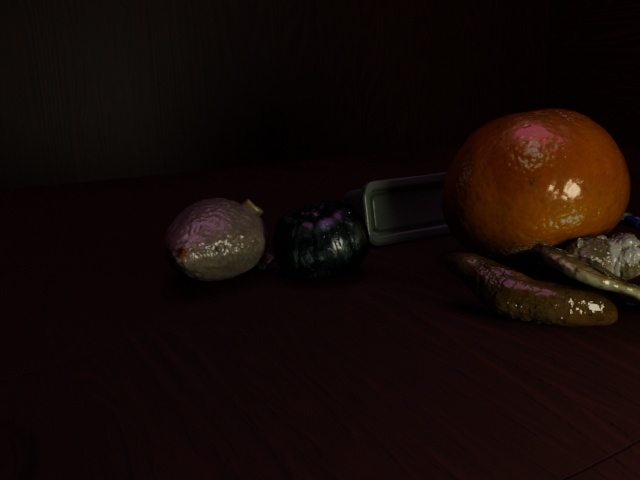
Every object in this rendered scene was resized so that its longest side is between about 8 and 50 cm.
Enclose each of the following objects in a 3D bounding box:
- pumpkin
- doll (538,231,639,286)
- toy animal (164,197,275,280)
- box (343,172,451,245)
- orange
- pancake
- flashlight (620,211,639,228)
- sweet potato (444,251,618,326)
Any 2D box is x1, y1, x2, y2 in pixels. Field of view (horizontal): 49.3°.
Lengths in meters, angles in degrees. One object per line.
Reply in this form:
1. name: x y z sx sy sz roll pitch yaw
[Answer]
1. pumpkin: 0.000 0.000 1.628 0.233 0.163 0.233 -12 18 4
2. doll: 0.576 0.044 1.479 0.221 0.105 0.115 -8 -20 1
3. toy animal: -0.239 -0.003 1.632 0.226 0.188 0.358 -4 14 11
4. box: 0.222 -0.092 1.985 0.312 0.175 0.182 -9 7 -24
5. orange: 0.491 -0.129 1.631 0.424 0.326 0.424 -8 -9 -1
6. pancake: 0.524 0.072 1.296 0.282 0.049 0.282 25 5 -3
7. flashlight: 0.887 -0.059 1.989 0.057 0.035 0.121 -3 14 -5
8. sweet potato: 0.370 0.101 1.301 0.341 0.092 0.114 19 34 27
